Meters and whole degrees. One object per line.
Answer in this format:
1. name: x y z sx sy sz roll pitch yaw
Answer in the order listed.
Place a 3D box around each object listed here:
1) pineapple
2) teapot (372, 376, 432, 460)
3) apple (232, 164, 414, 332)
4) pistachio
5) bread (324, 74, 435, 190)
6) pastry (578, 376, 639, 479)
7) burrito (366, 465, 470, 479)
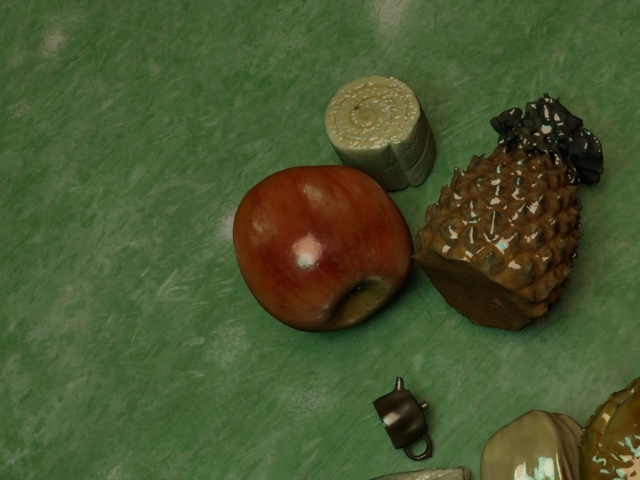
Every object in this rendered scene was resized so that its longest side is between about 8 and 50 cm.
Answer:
1. pineapple: 0.287 -0.067 1.403 0.223 0.223 0.357 21 66 25
2. teapot: 0.121 0.248 1.404 0.068 0.076 0.121 -26 90 -1
3. apple: 0.000 0.000 1.453 0.242 0.242 0.241 -32 60 5
4. pistachio: 0.282 0.328 1.265 0.157 0.157 0.229 -10 73 16
5. bread: 0.092 -0.160 1.535 0.148 0.141 0.133 6 68 20
6. pastry: 0.411 0.279 1.046 0.255 0.162 0.310 -23 60 14
7. burrito: 0.112 0.346 1.382 0.188 0.045 0.058 -13 40 17
